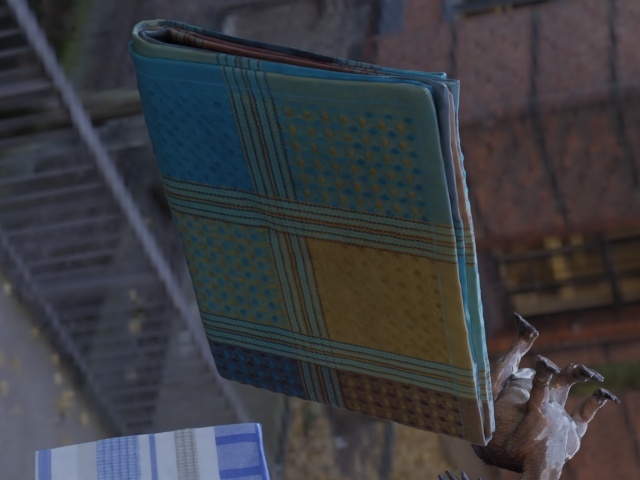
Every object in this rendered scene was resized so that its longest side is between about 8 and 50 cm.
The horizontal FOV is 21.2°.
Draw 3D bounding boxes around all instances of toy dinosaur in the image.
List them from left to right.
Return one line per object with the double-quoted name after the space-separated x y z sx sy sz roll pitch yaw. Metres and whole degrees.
0.202 0.204 1.807 0.127 0.200 0.295 34 10 -15 "toy dinosaur"

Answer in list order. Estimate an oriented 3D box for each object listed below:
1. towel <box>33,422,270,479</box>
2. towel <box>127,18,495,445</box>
-0.197 0.307 2.005 0.209 0.285 0.034 -104 -171 -49 "towel"
0.000 0.000 1.338 0.040 0.271 0.370 -55 146 -38 "towel"
